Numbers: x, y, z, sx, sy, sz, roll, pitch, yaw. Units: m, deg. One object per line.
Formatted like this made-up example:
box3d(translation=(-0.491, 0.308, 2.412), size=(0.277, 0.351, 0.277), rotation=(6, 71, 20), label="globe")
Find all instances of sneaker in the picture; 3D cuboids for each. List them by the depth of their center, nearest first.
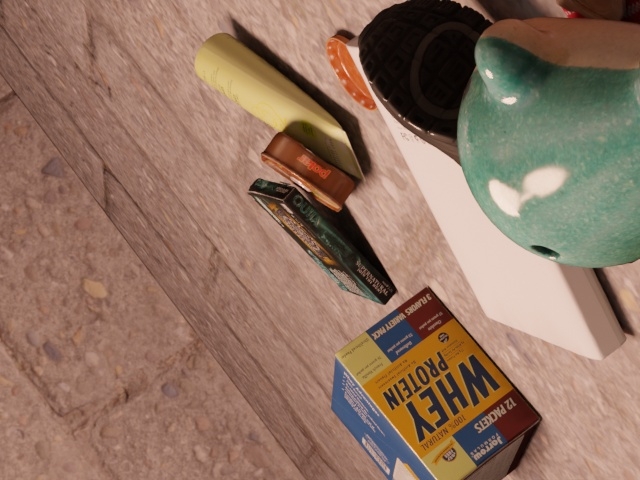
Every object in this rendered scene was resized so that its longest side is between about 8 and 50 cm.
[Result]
box3d(translation=(0.139, -0.073, 1.173), size=(0.286, 0.109, 0.130), rotation=(42, 167, 21), label="sneaker")

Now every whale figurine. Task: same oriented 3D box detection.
box3d(translation=(0.183, -0.057, 0.941), size=(0.216, 0.141, 0.272), rotation=(26, 172, -13), label="whale figurine")

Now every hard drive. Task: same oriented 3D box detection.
box3d(translation=(0.144, -0.046, 1.363), size=(0.307, 0.040, 0.203), rotation=(60, 164, -21), label="hard drive")

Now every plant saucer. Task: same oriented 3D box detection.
box3d(translation=(0.035, -0.164, 1.489), size=(0.083, 0.013, 0.083), rotation=(49, 163, 21), label="plant saucer")

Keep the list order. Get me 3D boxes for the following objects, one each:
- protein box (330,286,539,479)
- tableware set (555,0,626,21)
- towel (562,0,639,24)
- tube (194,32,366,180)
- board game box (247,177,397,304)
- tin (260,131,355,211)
box3d(translation=(0.125, 0.199, 1.760), size=(0.200, 0.136, 0.201), rotation=(50, 164, 18), label="protein box")
box3d(translation=(0.141, -0.209, 0.950), size=(0.141, 0.020, 0.169), rotation=(48, 164, 26), label="tableware set")
box3d(translation=(0.155, -0.235, 0.950), size=(0.275, 0.031, 0.199), rotation=(56, 164, -5), label="towel")
box3d(translation=(-0.043, -0.149, 1.679), size=(0.240, 0.070, 0.062), rotation=(37, 116, 32), label="tube")
box3d(translation=(0.000, 0.000, 1.843), size=(0.186, 0.026, 0.126), rotation=(46, 169, -22), label="board game box")
box3d(translation=(-0.012, -0.074, 1.681), size=(0.106, 0.040, 0.189), rotation=(38, 178, -2), label="tin")
